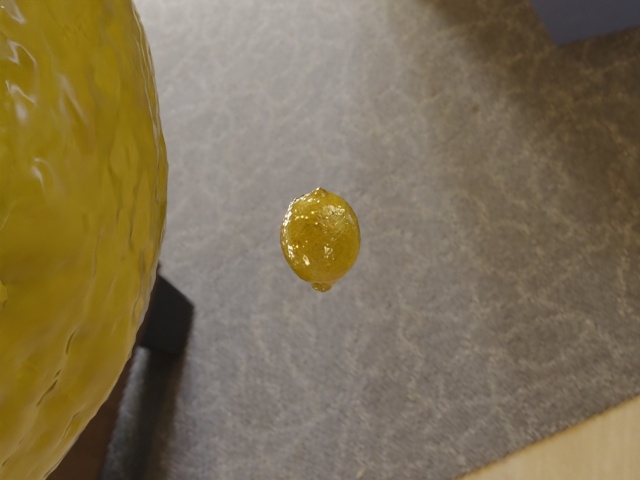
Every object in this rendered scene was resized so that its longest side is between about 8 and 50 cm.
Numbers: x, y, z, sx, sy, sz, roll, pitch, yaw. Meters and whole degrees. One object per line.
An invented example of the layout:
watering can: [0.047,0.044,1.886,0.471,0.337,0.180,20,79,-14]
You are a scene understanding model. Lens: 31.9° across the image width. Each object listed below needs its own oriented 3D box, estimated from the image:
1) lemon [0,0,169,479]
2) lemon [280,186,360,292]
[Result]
lemon: [-0.227,-0.019,0.417,0.349,0.387,0.350,0,78,-2]
lemon: [0.000,0.000,0.838,0.062,0.083,0.062,0,19,0]
